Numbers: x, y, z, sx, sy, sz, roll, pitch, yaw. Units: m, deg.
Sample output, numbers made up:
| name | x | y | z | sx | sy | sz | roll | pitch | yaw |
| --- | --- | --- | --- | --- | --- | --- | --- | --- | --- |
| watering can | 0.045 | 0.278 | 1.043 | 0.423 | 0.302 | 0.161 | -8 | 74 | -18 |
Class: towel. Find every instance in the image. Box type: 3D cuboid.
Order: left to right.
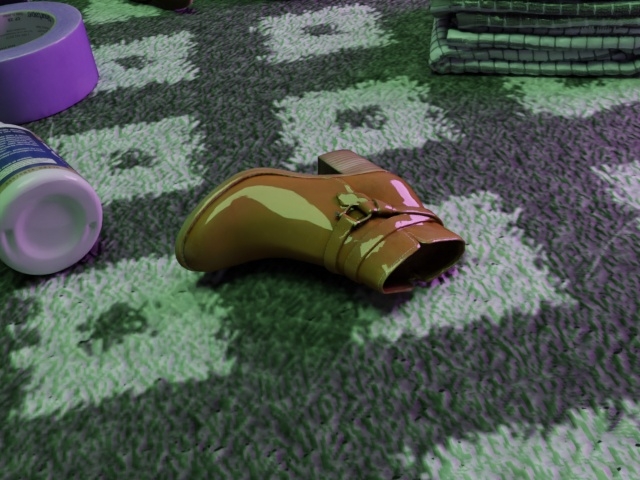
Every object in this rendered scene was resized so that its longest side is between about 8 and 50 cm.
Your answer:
| name | x | y | z | sx | sy | sz | roll | pitch | yaw |
| --- | --- | --- | --- | --- | --- | --- | --- | --- | --- |
| towel | 0.273 | -0.299 | 0.888 | 0.283 | 0.121 | 0.235 | 5 | 38 | 15 |

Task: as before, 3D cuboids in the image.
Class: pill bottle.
| name | x | y | z | sx | sy | sz | roll | pitch | yaw |
| --- | --- | --- | --- | --- | --- | --- | --- | --- | --- |
| pill bottle | -0.270 | -0.048 | 0.667 | 0.094 | 0.094 | 0.169 | -29 | 44 | -27 |

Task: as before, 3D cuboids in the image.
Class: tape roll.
| name | x | y | z | sx | sy | sz | roll | pitch | yaw |
| --- | --- | --- | --- | --- | --- | --- | --- | --- | --- |
| tape roll | -0.373 | -0.217 | 0.913 | 0.189 | 0.080 | 0.189 | -4 | 39 | 3 |

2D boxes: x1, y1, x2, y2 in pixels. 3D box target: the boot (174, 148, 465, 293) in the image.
| name | x | y | z | sx | sy | sz | roll | pitch | yaw |
| --- | --- | --- | --- | --- | --- | --- | --- | --- | --- |
| boot | 0.000 | 0.000 | 0.588 | 0.197 | 0.073 | 0.152 | -28 | 47 | -21 |

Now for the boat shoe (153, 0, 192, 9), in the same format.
| name | x | y | z | sx | sy | sz | roll | pitch | yaw |
| --- | --- | --- | --- | --- | --- | --- | --- | --- | --- |
| boat shoe | -0.237 | -0.381 | 1.125 | 0.153 | 0.056 | 0.048 | 17 | 48 | 38 |

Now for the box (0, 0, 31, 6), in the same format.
| name | x | y | z | sx | sy | sz | roll | pitch | yaw |
| --- | --- | --- | --- | --- | --- | --- | --- | --- | --- |
| box | -0.634 | -0.479 | 1.115 | 0.212 | 0.294 | 0.395 | -30 | 44 | -28 |
